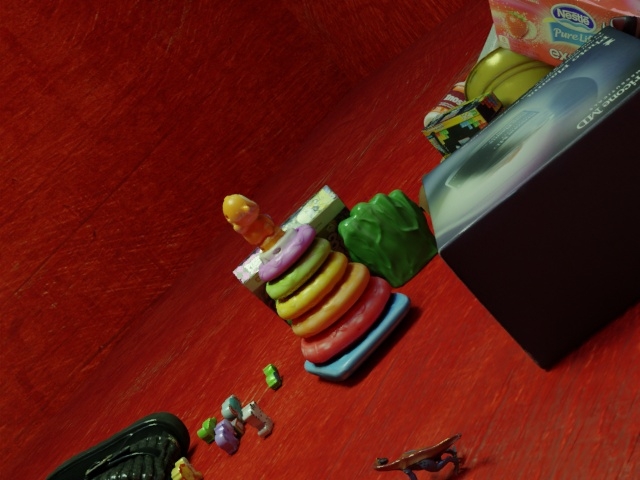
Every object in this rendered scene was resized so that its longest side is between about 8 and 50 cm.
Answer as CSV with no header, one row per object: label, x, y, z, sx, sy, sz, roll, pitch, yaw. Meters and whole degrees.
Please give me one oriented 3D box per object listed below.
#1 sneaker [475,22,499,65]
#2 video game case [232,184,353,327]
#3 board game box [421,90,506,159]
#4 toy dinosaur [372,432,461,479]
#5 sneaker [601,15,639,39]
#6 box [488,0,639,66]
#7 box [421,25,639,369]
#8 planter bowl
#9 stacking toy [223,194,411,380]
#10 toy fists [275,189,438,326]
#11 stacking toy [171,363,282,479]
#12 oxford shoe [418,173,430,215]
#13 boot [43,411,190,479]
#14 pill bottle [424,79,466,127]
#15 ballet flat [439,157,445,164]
sneaker,0.405,-0.384,1.847,0.102,0.161,0.282,-98,30,-79
video game case,-0.012,0.040,1.666,0.210,0.232,0.042,-42,54,-1
board game box,0.259,-0.155,1.590,0.048,0.141,0.170,-45,11,-21
toy dinosaur,0.093,0.211,0.969,0.082,0.090,0.047,2,29,1
sneaker,0.380,-0.221,1.289,0.086,0.163,0.226,-6,26,-7
box,0.398,-0.329,1.380,0.300,0.142,0.154,31,68,38
box,0.281,-0.064,1.074,0.296,0.183,0.294,-40,13,13
planter bowl,0.343,-0.222,1.568,0.217,0.217,0.090,-34,50,37
stacking toy,-0.030,0.044,1.421,0.166,0.302,0.175,-46,11,-17
toy fists,0.053,0.038,1.577,0.279,0.142,0.096,-42,11,-1
stacking toy,-0.144,0.287,1.560,0.167,0.052,0.221,-40,11,14
oxford shoe,0.217,-0.062,1.631,0.212,0.076,0.076,-153,80,-76
boot,-0.365,0.429,1.585,0.348,0.131,0.260,-40,11,11
pill bottle,0.293,-0.277,2.080,0.152,0.086,0.086,-48,12,-24
ballet flat,0.299,-0.163,1.726,0.206,0.073,0.067,-40,37,28
